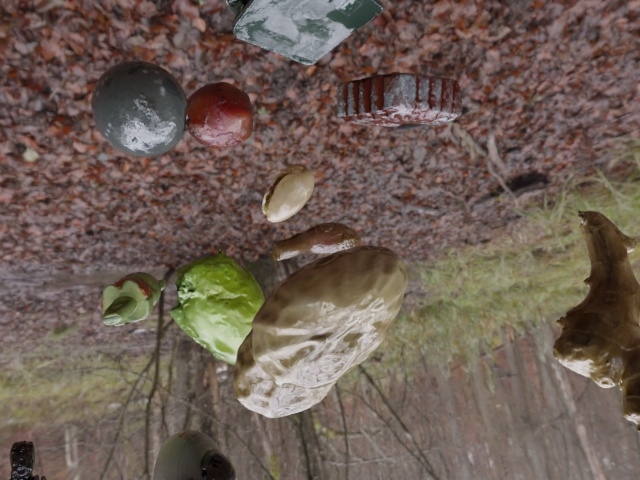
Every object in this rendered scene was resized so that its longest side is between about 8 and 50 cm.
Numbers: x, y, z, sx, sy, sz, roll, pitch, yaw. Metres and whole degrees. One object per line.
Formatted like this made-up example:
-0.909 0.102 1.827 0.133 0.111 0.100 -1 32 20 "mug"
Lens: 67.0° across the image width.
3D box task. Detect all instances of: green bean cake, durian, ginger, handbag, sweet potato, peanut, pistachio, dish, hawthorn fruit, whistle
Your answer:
0.163 -0.308 1.080 0.198 0.097 0.232 -7 -169 -39 "green bean cake"
-0.248 0.181 1.239 0.340 0.205 0.255 47 140 -18 "durian"
0.412 0.107 0.687 0.147 0.334 0.081 -6 146 33 "ginger"
-0.035 -0.497 1.024 0.247 0.079 0.260 5 161 -44 "handbag"
0.000 0.000 1.419 0.109 0.109 0.385 -23 166 38 "sweet potato"
-0.002 0.102 0.525 0.196 0.110 0.233 -25 159 -39 "peanut"
-0.092 -0.140 1.496 0.145 0.117 0.201 25 101 -45 "pistachio"
-0.277 0.603 1.209 0.133 0.274 0.273 -23 160 14 "dish"
-0.288 -0.320 1.288 0.235 0.181 0.181 -32 -179 -40 "hawthorn fruit"
-0.465 0.143 1.180 0.131 0.106 0.288 -13 -171 -3 "whistle"

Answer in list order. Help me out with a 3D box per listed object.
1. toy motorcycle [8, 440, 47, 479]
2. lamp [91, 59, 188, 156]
-0.541 0.580 0.853 0.134 0.401 0.207 1 135 -29 "toy motorcycle"
-0.376 -0.248 1.008 0.181 0.182 0.313 -1 174 -24 "lamp"
